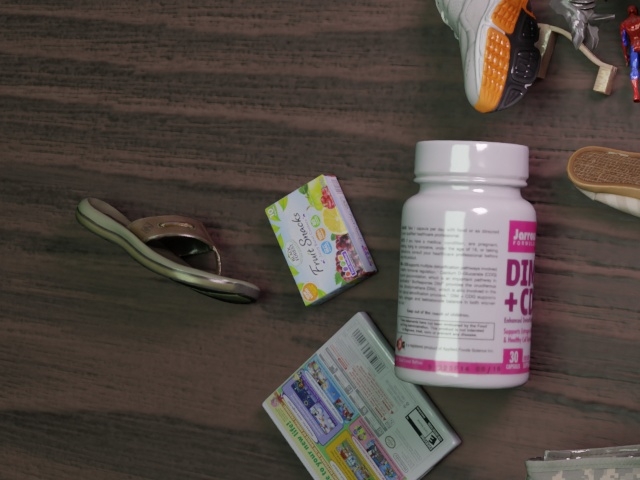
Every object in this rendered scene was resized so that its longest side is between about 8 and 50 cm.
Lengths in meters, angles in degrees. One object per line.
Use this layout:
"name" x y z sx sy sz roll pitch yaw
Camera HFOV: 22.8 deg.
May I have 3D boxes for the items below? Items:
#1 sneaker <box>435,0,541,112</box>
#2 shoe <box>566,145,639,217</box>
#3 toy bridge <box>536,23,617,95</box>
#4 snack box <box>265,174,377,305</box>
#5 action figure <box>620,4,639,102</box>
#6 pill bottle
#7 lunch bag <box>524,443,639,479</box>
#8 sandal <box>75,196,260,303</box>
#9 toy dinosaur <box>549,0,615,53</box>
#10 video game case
"sneaker" 0.190 -0.260 1.886 0.121 0.099 0.262 -16 55 42
"shoe" 0.390 -0.059 1.811 0.219 0.058 0.076 16 66 25
"toy bridge" 0.266 -0.226 1.897 0.188 0.026 0.063 19 96 29
"snack box" 0.000 0.000 2.041 0.100 0.037 0.141 -31 74 28
"action figure" 0.368 -0.218 1.836 0.038 0.030 0.115 -11 79 24
"pill bottle" 0.172 0.027 1.870 0.160 0.160 0.283 3 91 30
"lunch bag" 0.369 0.343 1.749 0.287 0.169 0.235 -7 86 25
"sandal" -0.205 -0.001 2.120 0.303 0.120 0.086 30 90 27
"toy dinosaur" 0.360 -0.335 1.736 0.218 0.164 0.322 -33 88 41
"video game case" 0.049 0.231 2.018 0.193 0.023 0.212 -45 70 22
